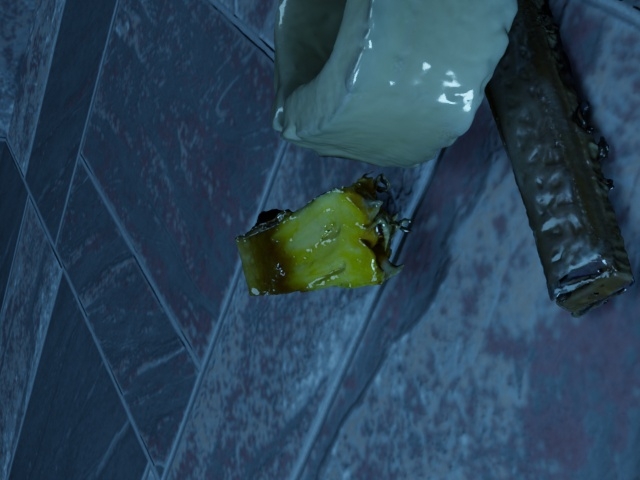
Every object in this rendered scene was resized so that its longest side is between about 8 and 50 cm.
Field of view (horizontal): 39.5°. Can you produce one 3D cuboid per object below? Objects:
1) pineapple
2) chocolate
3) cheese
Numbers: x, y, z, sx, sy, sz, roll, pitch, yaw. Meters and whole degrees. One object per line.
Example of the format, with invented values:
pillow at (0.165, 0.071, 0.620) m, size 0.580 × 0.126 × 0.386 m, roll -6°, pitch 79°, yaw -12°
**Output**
pineapple at (0.000, 0.000, 1.010) m, size 0.236 × 0.186 × 0.114 m, roll 172°, pitch 81°, yaw -74°
chocolate at (0.203, -0.093, 0.824) m, size 0.102 × 0.065 × 0.329 m, roll -40°, pitch 53°, yaw 47°
cheese at (0.055, -0.222, 0.914) m, size 0.332 × 0.153 × 0.292 m, roll 147°, pitch 131°, yaw -67°
